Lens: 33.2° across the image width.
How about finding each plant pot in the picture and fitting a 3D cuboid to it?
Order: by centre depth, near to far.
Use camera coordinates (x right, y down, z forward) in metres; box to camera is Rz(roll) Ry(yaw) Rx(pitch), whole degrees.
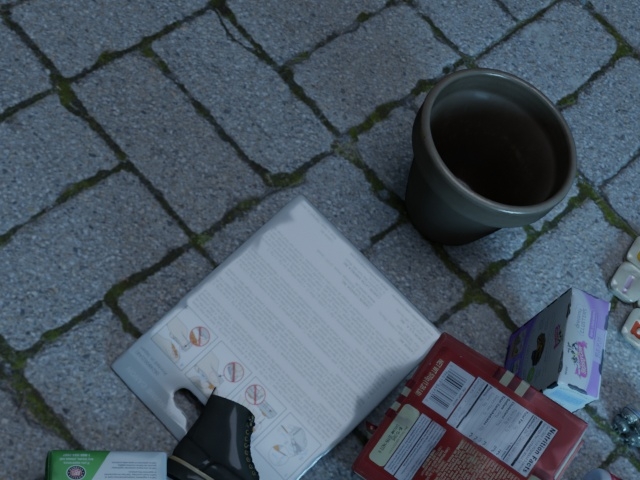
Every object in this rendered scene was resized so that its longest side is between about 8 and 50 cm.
[{"bbox_3d":[0.240,-0.108,1.719,0.263,0.229,0.263,8,61,-16],"label":"plant pot"}]

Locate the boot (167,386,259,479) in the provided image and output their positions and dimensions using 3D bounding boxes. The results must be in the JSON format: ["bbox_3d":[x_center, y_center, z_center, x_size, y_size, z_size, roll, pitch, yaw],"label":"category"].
[{"bbox_3d":[-0.096,0.298,1.456,0.198,0.077,0.137,29,69,-1],"label":"boot"}]

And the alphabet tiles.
[{"bbox_3d":[0.637,0.119,1.862,0.284,0.021,0.278,38,57,2],"label":"alphabet tiles"}]

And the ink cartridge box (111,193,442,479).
[{"bbox_3d":[-0.060,0.166,1.575,0.385,0.091,0.308,-43,83,-15],"label":"ink cartridge box"}]

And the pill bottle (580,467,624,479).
[{"bbox_3d":[0.465,0.424,1.588,0.180,0.108,0.108,28,58,-4],"label":"pill bottle"}]

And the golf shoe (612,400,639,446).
[{"bbox_3d":[0.547,0.327,1.695,0.086,0.069,0.176,-23,74,-34],"label":"golf shoe"}]

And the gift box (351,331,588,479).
[{"bbox_3d":[0.194,0.274,1.454,0.276,0.258,0.255,38,82,20],"label":"gift box"}]

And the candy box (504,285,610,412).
[{"bbox_3d":[0.348,0.186,1.620,0.070,0.196,0.164,23,58,-9],"label":"candy box"}]

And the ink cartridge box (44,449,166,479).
[{"bbox_3d":[-0.275,0.378,1.361,0.153,0.087,0.208,5,62,-17],"label":"ink cartridge box"}]
